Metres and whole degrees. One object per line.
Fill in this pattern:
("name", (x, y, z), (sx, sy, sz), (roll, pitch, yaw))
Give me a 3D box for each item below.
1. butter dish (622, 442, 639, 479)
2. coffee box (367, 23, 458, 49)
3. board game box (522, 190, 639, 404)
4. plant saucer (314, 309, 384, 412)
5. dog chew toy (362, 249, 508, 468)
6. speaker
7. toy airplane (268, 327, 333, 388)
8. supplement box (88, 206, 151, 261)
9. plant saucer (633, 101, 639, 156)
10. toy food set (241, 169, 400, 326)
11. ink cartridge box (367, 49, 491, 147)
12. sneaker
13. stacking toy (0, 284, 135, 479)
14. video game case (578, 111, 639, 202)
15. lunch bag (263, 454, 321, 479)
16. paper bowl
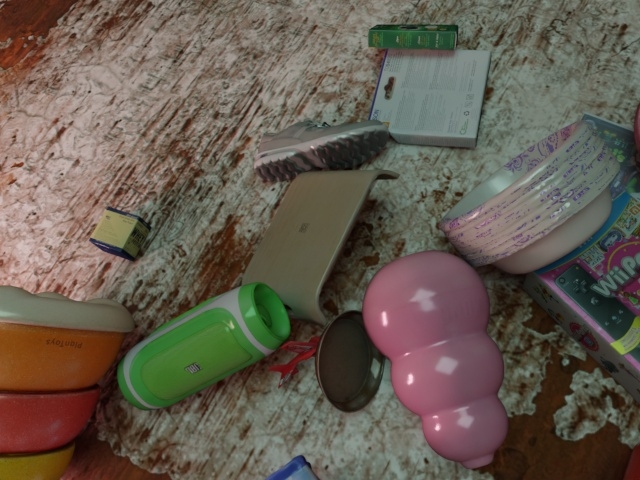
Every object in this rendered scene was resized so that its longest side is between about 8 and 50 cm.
("butter dish", (0.485, 0.398, 0.818), (0.160, 0.118, 0.160), (32, 36, 24))
("coffee box", (0.200, -0.437, 1.253), (0.184, 0.040, 0.113), (5, 28, 12))
("board game box", (0.523, 0.101, 0.948), (0.224, 0.097, 0.303), (-38, 64, -7))
("plant saucer", (0.045, 0.201, 0.978), (0.029, 0.168, 0.168), (-7, 61, 43))
("dog chew toy", (0.193, 0.187, 0.926), (0.207, 0.206, 0.331), (-18, 72, 3))
("speaker", (-0.202, 0.184, 1.002), (0.297, 0.131, 0.131), (-30, 63, 18))
("toy airplane", (-0.028, 0.200, 1.008), (0.151, 0.151, 0.028), (-28, 50, -2))
("supplement box", (-0.414, -0.014, 1.209), (0.083, 0.056, 0.083), (16, 71, 18))
("plant saucer", (0.714, -0.167, 1.020), (0.333, 0.084, 0.331), (-1, 69, 3))
("toy food set", (0.000, 0.000, 1.075), (0.220, 0.092, 0.306), (7, 66, 50))
("ink cartridge box", (0.226, -0.300, 1.213), (0.224, 0.045, 0.223), (9, 68, 17))
("sneaker", (-0.004, -0.210, 1.182), (0.282, 0.105, 0.115), (-10, 63, 12))
("stacking toy", (-0.526, 0.317, 0.973), (0.351, 0.350, 0.479), (5, 81, 14))
("video game case", (0.547, -0.139, 1.090), (0.191, 0.022, 0.173), (28, 74, 21))
("lunch bag", (-0.093, 0.546, 0.800), (0.386, 0.239, 0.327), (-33, 66, -12))
("paper bowl", (0.349, -0.054, 0.956), (0.284, 0.284, 0.148), (-37, 91, -6))
